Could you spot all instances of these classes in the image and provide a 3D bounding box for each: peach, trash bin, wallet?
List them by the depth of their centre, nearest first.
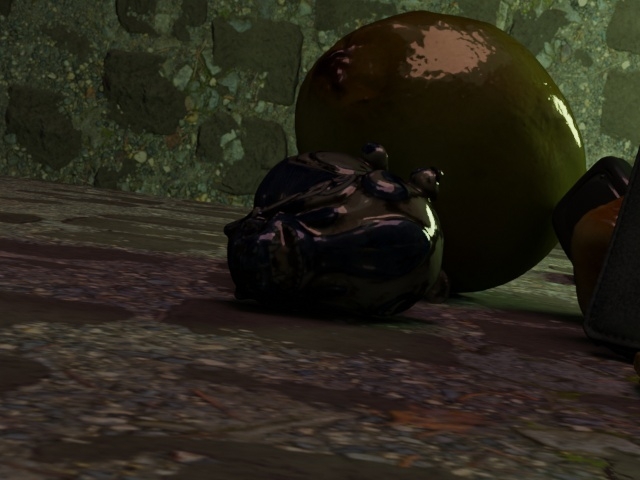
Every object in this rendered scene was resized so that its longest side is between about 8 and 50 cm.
[{"bbox_3d":[0.303,-0.006,0.931,0.167,0.222,0.036,13,-8,37],"label":"wallet"},{"bbox_3d":[0.346,0.010,1.245,0.236,0.101,0.177,9,37,-50],"label":"trash bin"},{"bbox_3d":[0.126,-0.090,1.326,0.314,0.282,0.316,-9,-40,11],"label":"peach"}]

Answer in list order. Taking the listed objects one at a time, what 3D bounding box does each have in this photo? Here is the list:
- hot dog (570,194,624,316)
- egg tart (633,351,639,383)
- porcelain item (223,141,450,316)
[{"bbox_3d":[0.352,0.023,1.022,0.256,0.150,0.153,9,28,37],"label":"hot dog"},{"bbox_3d":[0.297,0.076,0.775,0.191,0.074,0.191,9,1,0],"label":"egg tart"},{"bbox_3d":[0.000,0.000,1.075,0.186,0.138,0.288,-11,11,-11],"label":"porcelain item"}]
